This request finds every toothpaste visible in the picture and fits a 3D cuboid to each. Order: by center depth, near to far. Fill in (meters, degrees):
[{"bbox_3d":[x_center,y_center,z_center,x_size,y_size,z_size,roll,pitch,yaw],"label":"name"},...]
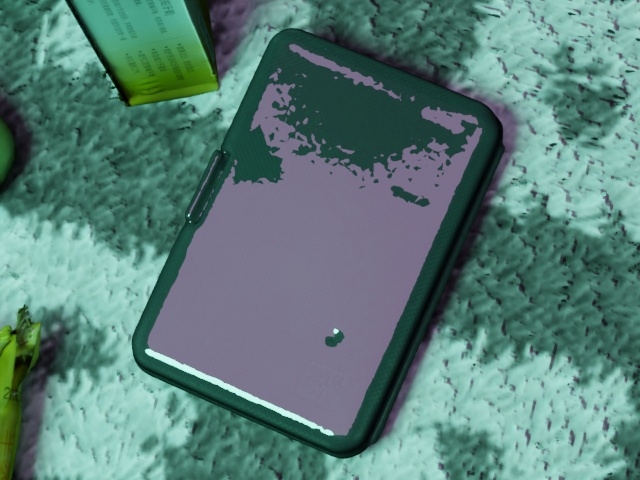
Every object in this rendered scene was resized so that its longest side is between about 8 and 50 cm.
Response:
[{"bbox_3d":[-0.111,-0.163,0.870,0.071,0.313,0.089,-8,76,2],"label":"toothpaste"}]

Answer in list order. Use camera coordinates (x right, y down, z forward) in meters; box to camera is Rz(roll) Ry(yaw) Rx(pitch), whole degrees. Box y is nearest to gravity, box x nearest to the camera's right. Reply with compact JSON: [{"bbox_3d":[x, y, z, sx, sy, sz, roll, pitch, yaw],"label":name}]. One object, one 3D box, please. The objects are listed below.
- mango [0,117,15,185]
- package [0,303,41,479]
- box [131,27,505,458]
[{"bbox_3d":[-0.284,-0.073,0.983,0.194,0.092,0.130,14,77,-2],"label":"mango"},{"bbox_3d":[-0.241,0.146,0.926,0.168,0.090,0.226,2,80,2],"label":"package"},{"bbox_3d":[0.000,0.000,0.959,0.160,0.050,0.230,23,81,9],"label":"box"}]
